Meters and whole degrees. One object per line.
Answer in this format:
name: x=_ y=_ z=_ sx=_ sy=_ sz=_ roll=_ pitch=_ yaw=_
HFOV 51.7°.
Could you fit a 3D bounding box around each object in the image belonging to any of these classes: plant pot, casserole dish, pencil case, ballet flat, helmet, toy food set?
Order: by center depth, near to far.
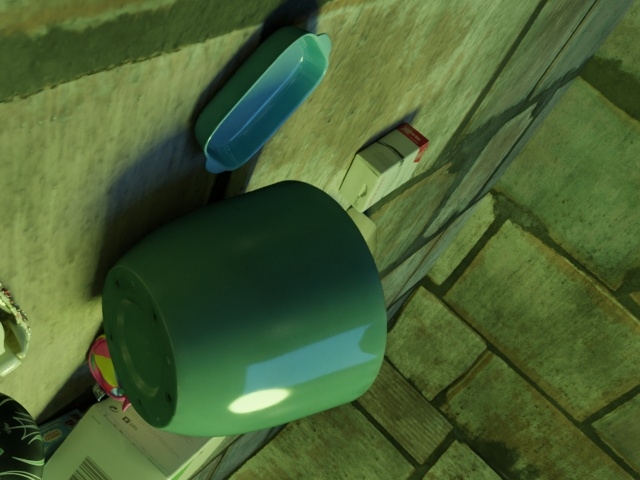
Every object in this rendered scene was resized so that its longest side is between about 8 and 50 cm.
ballet flat: x=-0.301 y=0.081 z=0.577 sx=0.091 sy=0.077 sz=0.241 roll=-41 pitch=165 yaw=-23
helmet: x=-0.357 y=0.224 z=0.645 sx=0.169 sy=0.169 sz=0.161 roll=-48 pitch=160 yaw=7
casserole dish: x=-0.065 y=-0.152 z=0.699 sx=0.188 sy=0.037 sz=0.114 roll=-47 pitch=166 yaw=3
plant pot: x=-0.108 y=0.092 z=0.771 sx=0.235 sy=0.293 sz=0.293 roll=-16 pitch=149 yaw=-37
pencil case: x=-0.218 y=0.147 z=0.947 sx=0.236 sy=0.104 sz=0.104 roll=-28 pitch=156 yaw=-53
toy food set: x=0.030 y=0.063 z=1.472 sx=0.219 sy=0.092 sz=0.306 roll=-56 pitch=168 yaw=-9

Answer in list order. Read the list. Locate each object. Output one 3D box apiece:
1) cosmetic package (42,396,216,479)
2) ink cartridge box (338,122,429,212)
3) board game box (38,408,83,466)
cosmetic package: x=-0.269 y=0.323 z=1.061 sx=0.197 sy=0.155 sz=0.365 roll=-51 pitch=171 yaw=11
ink cartridge box: x=0.114 y=-0.132 z=1.196 sx=0.150 sy=0.063 sz=0.109 roll=-35 pitch=162 yaw=-36
board game box: x=-0.444 y=0.334 z=0.925 sx=0.160 sy=0.039 sz=0.211 roll=-53 pitch=165 yaw=23
